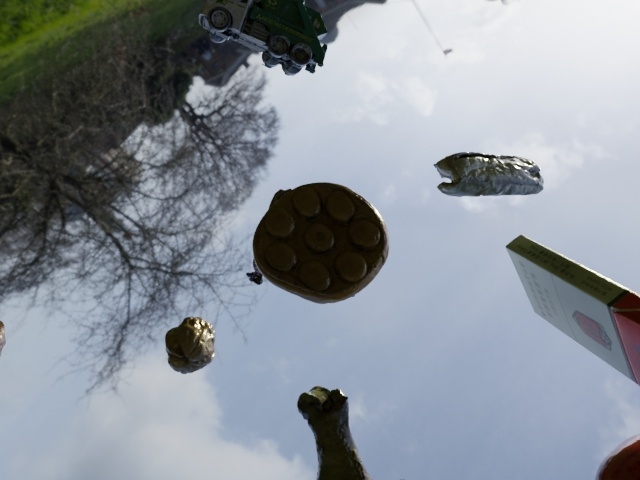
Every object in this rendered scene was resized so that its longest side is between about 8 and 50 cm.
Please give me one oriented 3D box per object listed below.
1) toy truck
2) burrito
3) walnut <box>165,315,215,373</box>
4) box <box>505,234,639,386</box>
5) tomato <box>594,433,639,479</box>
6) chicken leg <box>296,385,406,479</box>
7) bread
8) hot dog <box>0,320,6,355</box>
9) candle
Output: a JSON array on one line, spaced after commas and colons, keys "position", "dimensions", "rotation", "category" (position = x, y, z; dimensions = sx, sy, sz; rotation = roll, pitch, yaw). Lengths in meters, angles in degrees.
[{"position": [-0.088, -0.368, 0.918], "dimensions": [0.110, 0.215, 0.116], "rotation": [-150, -99, -76], "category": "toy truck"}, {"position": [0.201, -0.076, 0.628], "dimensions": [0.045, 0.188, 0.058], "rotation": [-45, -123, 47], "category": "burrito"}, {"position": [-0.200, 0.160, 0.839], "dimensions": [0.079, 0.082, 0.096], "rotation": [-57, -169, 16], "category": "walnut"}, {"position": [0.326, 0.090, 0.642], "dimensions": [0.035, 0.139, 0.245], "rotation": [-35, -150, -4], "category": "box"}, {"position": [0.465, 0.353, 0.720], "dimensions": [0.195, 0.195, 0.136], "rotation": [-60, -172, -29], "category": "tomato"}, {"position": [0.072, 0.459, 1.005], "dimensions": [0.211, 0.361, 0.140], "rotation": [-6, -178, 14], "category": "chicken leg"}, {"position": [0.000, 0.000, 0.432], "dimensions": [0.110, 0.024, 0.110], "rotation": [-3, -120, 5], "category": "bread"}, {"position": [-0.519, 0.091, 0.714], "dimensions": [0.272, 0.196, 0.122], "rotation": [13, -133, 46], "category": "hot dog"}, {"position": [-0.101, 0.007, 1.102], "dimensions": [0.059, 0.084, 0.302], "rotation": [-22, 159, -35], "category": "candle"}]
